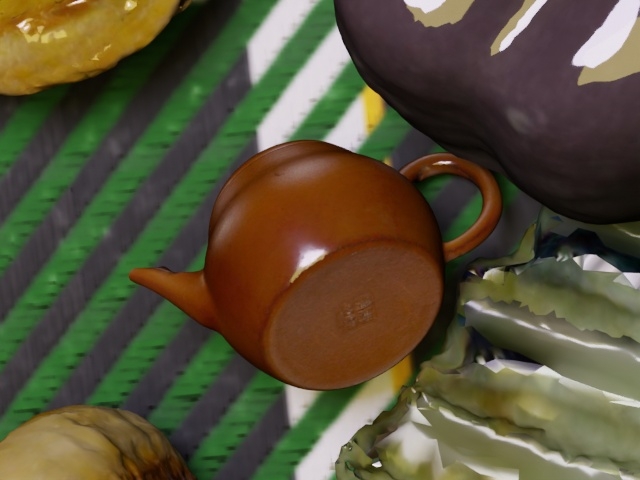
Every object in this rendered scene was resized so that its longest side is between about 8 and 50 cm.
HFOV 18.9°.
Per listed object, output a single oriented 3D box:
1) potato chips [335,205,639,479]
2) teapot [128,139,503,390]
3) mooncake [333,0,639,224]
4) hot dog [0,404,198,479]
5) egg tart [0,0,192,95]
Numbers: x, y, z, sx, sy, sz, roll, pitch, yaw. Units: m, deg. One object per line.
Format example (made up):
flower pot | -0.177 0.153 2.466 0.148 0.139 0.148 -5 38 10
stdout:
potato chips | 0.206 0.170 0.856 0.429 0.070 0.358 20 100 13
teapot | 0.000 0.000 0.877 0.173 0.116 0.116 -22 88 -9
mooncake | 0.136 -0.162 0.799 0.306 0.154 0.306 -2 82 14
hot dog | -0.112 0.290 0.872 0.223 0.185 0.405 -21 87 12
egg tart | -0.141 -0.186 0.896 0.241 0.106 0.241 1 95 11
